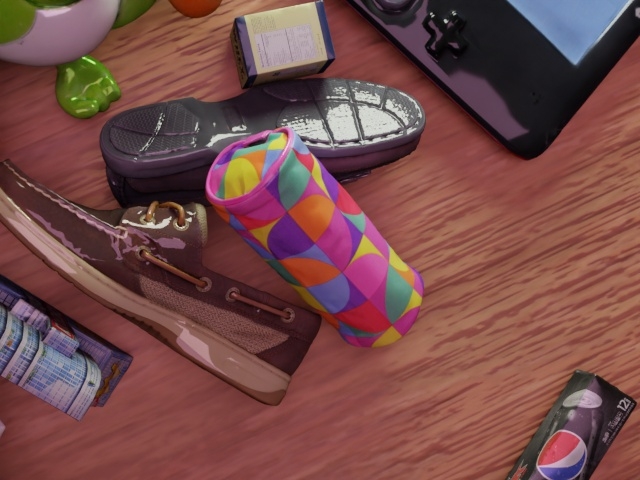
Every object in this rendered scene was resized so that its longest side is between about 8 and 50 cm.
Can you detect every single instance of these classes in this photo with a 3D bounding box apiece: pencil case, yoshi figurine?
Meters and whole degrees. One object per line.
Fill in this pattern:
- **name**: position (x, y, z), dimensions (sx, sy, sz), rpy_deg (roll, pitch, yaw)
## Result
- **pencil case**: position (0.000, 0.000, 1.033), dimensions (0.104, 0.104, 0.236), rpy_deg (-46, 126, -5)
- **yoshi figurine**: position (-0.265, -0.154, 0.995), dimensions (0.362, 0.203, 0.203), rpy_deg (-23, 124, 13)

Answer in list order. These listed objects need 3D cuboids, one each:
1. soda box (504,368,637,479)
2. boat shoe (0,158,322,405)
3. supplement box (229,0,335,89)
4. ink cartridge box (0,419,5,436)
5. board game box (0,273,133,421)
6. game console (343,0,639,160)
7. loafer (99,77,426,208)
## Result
- **soda box**: position (0.237, 0.211, 1.129), dimensions (0.053, 0.060, 0.169), rpy_deg (34, 86, -5)
- **boat shoe**: position (-0.147, 0.016, 1.046), dimensions (0.342, 0.123, 0.123), rpy_deg (35, 84, -13)
- **supplement box**: position (-0.037, -0.183, 1.084), dimensions (0.083, 0.083, 0.056), rpy_deg (-13, 90, -8)
- **ink cartridge box**: position (-0.343, 0.146, 0.942), dimensions (0.198, 0.115, 0.067), rpy_deg (47, 125, 19)
- **board game box**: position (-0.252, 0.090, 1.023), dimensions (0.194, 0.194, 0.060), rpy_deg (34, 85, -20)
- **game console**: position (0.201, -0.325, 1.129), dimensions (0.342, 0.060, 0.386), rpy_deg (41, 85, -5)
- **loafer**: position (-0.053, -0.084, 1.089), dimensions (0.302, 0.095, 0.109), rpy_deg (-6, 47, -9)
